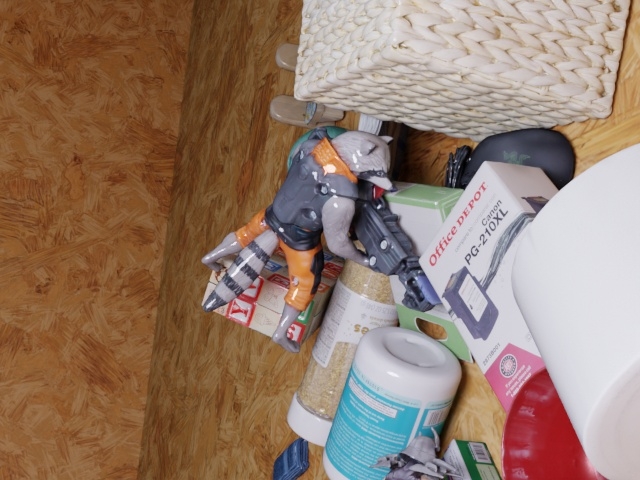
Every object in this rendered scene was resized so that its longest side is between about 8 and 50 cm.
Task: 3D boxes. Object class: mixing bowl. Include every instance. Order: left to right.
[{"bbox_3d":[0.270,0.215,0.803,0.181,0.098,0.181,-36,49,56],"label":"mixing bowl"}]

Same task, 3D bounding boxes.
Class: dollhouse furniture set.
[{"bbox_3d":[-0.033,-0.483,1.648,0.362,0.257,0.394,130,147,-64],"label":"dollhouse furniture set"}]

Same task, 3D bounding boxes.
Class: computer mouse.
[{"bbox_3d":[0.227,-0.075,1.107,0.272,0.072,0.188,158,123,-64],"label":"computer mouse"}]

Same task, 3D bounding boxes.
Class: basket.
[{"bbox_3d":[0.167,-0.297,1.039,0.328,0.332,0.266,180,100,-67],"label":"basket"}]

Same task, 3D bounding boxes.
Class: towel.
[{"bbox_3d":[-0.058,0.427,1.572,0.119,0.029,0.067,127,149,-45],"label":"towel"},{"bbox_3d":[0.113,-0.212,1.314,0.285,0.034,0.209,37,-118,-73],"label":"towel"}]

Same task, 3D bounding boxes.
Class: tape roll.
[{"bbox_3d":[0.294,0.060,0.645,0.169,0.246,0.246,-102,33,-46],"label":"tape roll"}]

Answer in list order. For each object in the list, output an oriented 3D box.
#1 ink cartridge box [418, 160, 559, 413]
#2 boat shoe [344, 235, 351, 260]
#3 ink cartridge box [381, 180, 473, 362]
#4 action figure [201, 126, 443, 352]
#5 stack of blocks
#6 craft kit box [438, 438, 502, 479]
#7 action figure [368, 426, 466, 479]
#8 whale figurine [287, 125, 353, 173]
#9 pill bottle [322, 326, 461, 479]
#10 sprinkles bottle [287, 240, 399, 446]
[{"bbox_3d":[0.232,0.049,0.933,0.172,0.100,0.237,-61,39,34],"label":"ink cartridge box"},{"bbox_3d":[0.109,-0.037,1.378,0.228,0.080,0.076,123,162,-51],"label":"boat shoe"},{"bbox_3d":[0.155,0.039,1.152,0.171,0.056,0.235,14,125,60],"label":"ink cartridge box"},{"bbox_3d":[0.000,0.000,1.111,0.341,0.179,0.330,49,115,34],"label":"action figure"},{"bbox_3d":[-0.056,0.070,1.394,0.297,0.171,0.087,-31,-38,-70],"label":"stack of blocks"},{"bbox_3d":[0.168,0.420,1.006,0.249,0.061,0.246,-109,36,-53],"label":"craft kit box"},{"bbox_3d":[0.112,0.366,0.981,0.185,0.099,0.284,143,139,-68],"label":"action figure"},{"bbox_3d":[-0.016,-0.107,1.616,0.272,0.141,0.216,125,149,-44],"label":"whale figurine"},{"bbox_3d":[0.089,0.264,1.141,0.146,0.146,0.264,-123,46,-61],"label":"pill bottle"},{"bbox_3d":[0.054,0.157,1.328,0.121,0.121,0.355,-130,56,-63],"label":"sprinkles bottle"}]
